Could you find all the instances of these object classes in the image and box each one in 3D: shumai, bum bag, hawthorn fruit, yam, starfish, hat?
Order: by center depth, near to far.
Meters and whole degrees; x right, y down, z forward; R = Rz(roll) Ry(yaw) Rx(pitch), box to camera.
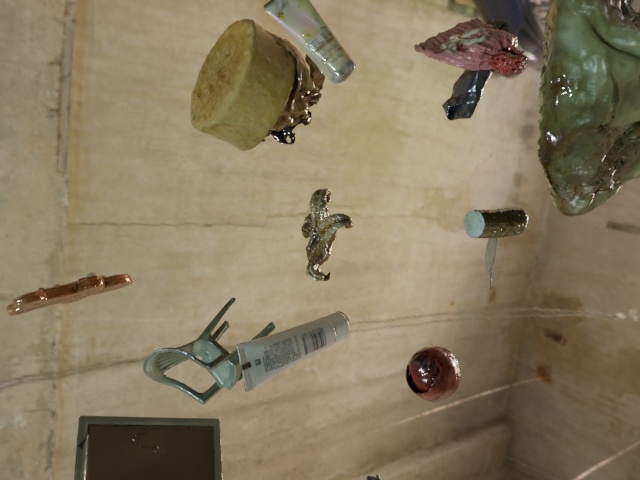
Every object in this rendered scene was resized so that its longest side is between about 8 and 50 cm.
[{"bbox_3d":[0.520,-0.233,0.903,0.323,0.397,0.324,0,-144,24],"label":"shumai"},{"bbox_3d":[0.300,-0.029,0.971,0.132,0.054,0.054,-3,-164,-38],"label":"yam"},{"bbox_3d":[0.408,-0.501,1.461,0.236,0.107,0.286,-30,-134,-17],"label":"hat"},{"bbox_3d":[0.293,0.343,1.484,0.148,0.148,0.172,12,164,16],"label":"hawthorn fruit"},{"bbox_3d":[0.456,-0.484,1.649,0.074,0.310,0.137,10,-150,-28],"label":"bum bag"},{"bbox_3d":[0.003,0.003,1.704,0.113,0.303,0.312,5,-142,-13],"label":"starfish"}]

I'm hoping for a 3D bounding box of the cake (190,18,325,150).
[{"bbox_3d":[-0.142,-0.380,1.525,0.321,0.332,0.332,19,-176,-34],"label":"cake"}]

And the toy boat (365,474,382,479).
[{"bbox_3d":[0.156,0.593,1.239,0.220,0.067,0.291,47,162,5],"label":"toy boat"}]

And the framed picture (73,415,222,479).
[{"bbox_3d":[-0.295,0.420,1.001,0.273,0.216,0.016,16,144,-35],"label":"framed picture"}]

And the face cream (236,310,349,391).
[{"bbox_3d":[-0.048,0.203,1.098,0.243,0.092,0.058,-17,-170,-35],"label":"face cream"}]

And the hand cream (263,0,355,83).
[{"bbox_3d":[-0.008,-0.275,0.761,0.143,0.061,0.039,49,177,-7],"label":"hand cream"}]

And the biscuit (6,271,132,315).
[{"bbox_3d":[-0.655,0.132,1.511,0.324,0.049,0.205,-12,171,-42],"label":"biscuit"}]

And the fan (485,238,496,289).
[{"bbox_3d":[0.453,0.055,1.516,0.005,0.175,0.113,9,147,5],"label":"fan"}]

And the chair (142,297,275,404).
[{"bbox_3d":[-0.284,0.293,1.462,0.190,0.203,0.274,36,-133,14],"label":"chair"}]
